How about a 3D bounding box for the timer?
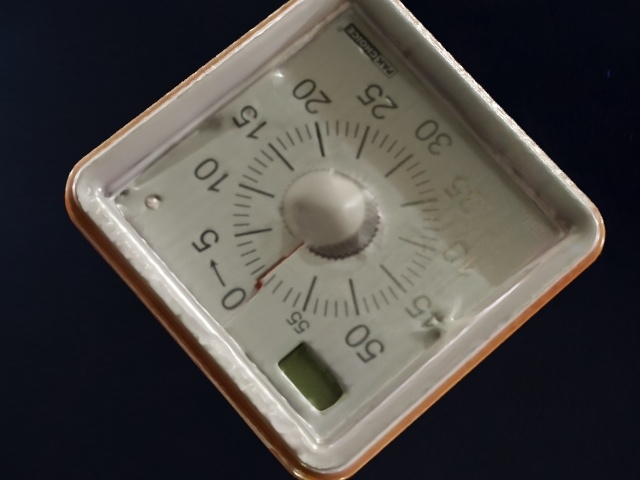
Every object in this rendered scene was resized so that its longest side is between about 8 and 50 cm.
[{"bbox_3d":[0.000,0.000,0.945,0.250,0.161,0.257,-37,-101,-29],"label":"timer"}]
